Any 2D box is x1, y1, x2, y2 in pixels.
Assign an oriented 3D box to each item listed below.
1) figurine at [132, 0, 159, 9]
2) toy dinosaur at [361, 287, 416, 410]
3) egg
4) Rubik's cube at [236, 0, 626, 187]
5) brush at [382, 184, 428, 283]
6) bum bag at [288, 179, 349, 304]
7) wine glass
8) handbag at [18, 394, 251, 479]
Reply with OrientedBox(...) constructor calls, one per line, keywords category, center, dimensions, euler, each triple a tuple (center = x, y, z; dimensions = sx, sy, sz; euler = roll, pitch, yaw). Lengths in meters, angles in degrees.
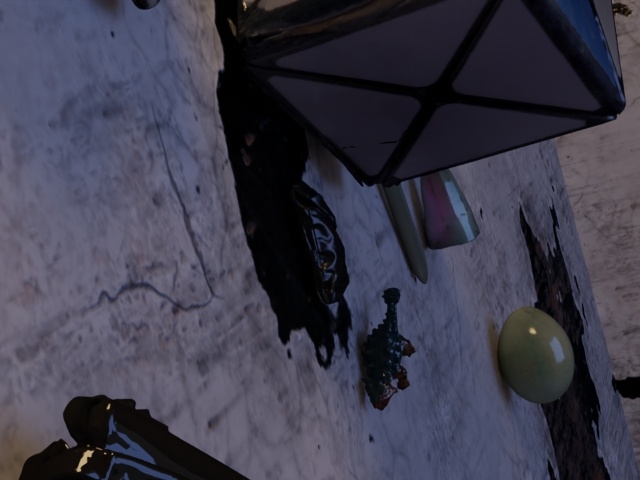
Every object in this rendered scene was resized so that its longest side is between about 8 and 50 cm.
OrientedBox(category="figurine", center=(-0.126, -0.341, 0.845), dimensions=(0.323, 0.196, 0.320), euler=(50, 42, -65))
OrientedBox(category="toy dinosaur", center=(0.069, 0.114, 1.327), dimensions=(0.055, 0.049, 0.154), euler=(54, 34, -42))
OrientedBox(category="egg", center=(0.329, 0.175, 1.927), dimensions=(0.114, 0.114, 0.152), euler=(-29, 104, -71))
OrientedBox(category="Rubik's cube", center=(0.103, -0.271, 1.269), dimensions=(0.305, 0.310, 0.307), euler=(38, 43, -50))
OrientedBox(category="brush", center=(0.083, -0.068, 1.521), dimensions=(0.042, 0.039, 0.299), euler=(-65, 142, -56))
OrientedBox(category="bum bag", center=(-0.001, 0.001, 1.222), dimensions=(0.058, 0.034, 0.124), euler=(-16, 93, -62))
OrientedBox(category="wine glass", center=(0.155, -0.069, 1.669), dimensions=(0.073, 0.073, 0.155), euler=(-39, 111, -69))
OrientedBox(category="handbag", center=(-0.090, 0.251, 0.684), dimensions=(0.257, 0.113, 0.285), euler=(51, 38, -41))
